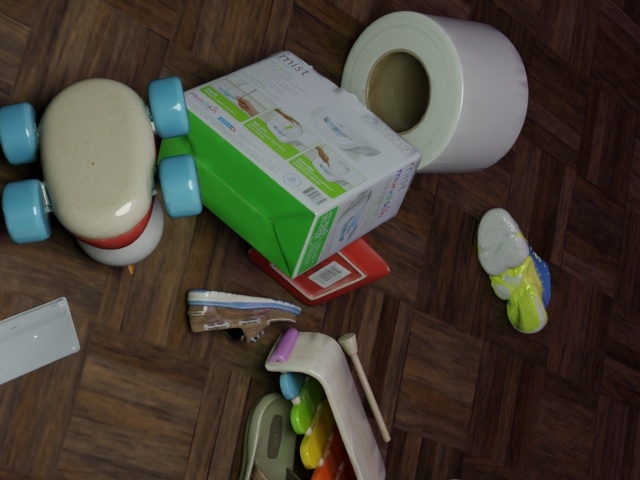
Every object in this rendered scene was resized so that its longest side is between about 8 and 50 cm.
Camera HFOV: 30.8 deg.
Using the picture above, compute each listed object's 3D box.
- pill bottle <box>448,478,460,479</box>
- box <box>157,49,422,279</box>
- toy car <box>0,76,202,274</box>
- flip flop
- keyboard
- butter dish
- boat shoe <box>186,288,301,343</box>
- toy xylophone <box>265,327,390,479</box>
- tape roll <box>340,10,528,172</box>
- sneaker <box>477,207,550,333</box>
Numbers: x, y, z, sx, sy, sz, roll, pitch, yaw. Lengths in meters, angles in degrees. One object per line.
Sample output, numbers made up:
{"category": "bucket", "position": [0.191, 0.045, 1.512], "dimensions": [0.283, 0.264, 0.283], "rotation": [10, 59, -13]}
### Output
{"category": "pill bottle", "position": [0.166, 0.473, 1.831], "dimensions": [0.221, 0.124, 0.124], "rotation": [-30, 109, -42]}
{"category": "box", "position": [-0.041, -0.112, 1.551], "dimensions": [0.231, 0.262, 0.126], "rotation": [-32, 153, -43]}
{"category": "toy car", "position": [-0.256, -0.058, 1.426], "dimensions": [0.238, 0.219, 0.210], "rotation": [88, -9, -64]}
{"category": "flip flop", "position": [-0.058, 0.353, 1.637], "dimensions": [0.112, 0.080, 0.277], "rotation": [21, 70, -47]}
{"category": "keyboard", "position": [-0.393, 0.140, 1.362], "dimensions": [0.256, 0.014, 0.072], "rotation": [-23, 109, -44]}
{"category": "butter dish", "position": [0.000, 0.000, 1.694], "dimensions": [0.160, 0.160, 0.118], "rotation": [43, 36, -35]}
{"category": "boat shoe", "position": [-0.109, 0.108, 1.621], "dimensions": [0.183, 0.066, 0.066], "rotation": [9, 86, -35]}
{"category": "toy xylophone", "position": [0.024, 0.272, 1.700], "dimensions": [0.236, 0.081, 0.322], "rotation": [-42, 116, -71]}
{"category": "tape roll", "position": [0.173, -0.224, 1.794], "dimensions": [0.169, 0.246, 0.246], "rotation": [-3, 90, -46]}
{"category": "sneaker", "position": [0.351, 0.043, 2.089], "dimensions": [0.126, 0.091, 0.240], "rotation": [-42, 118, -59]}
